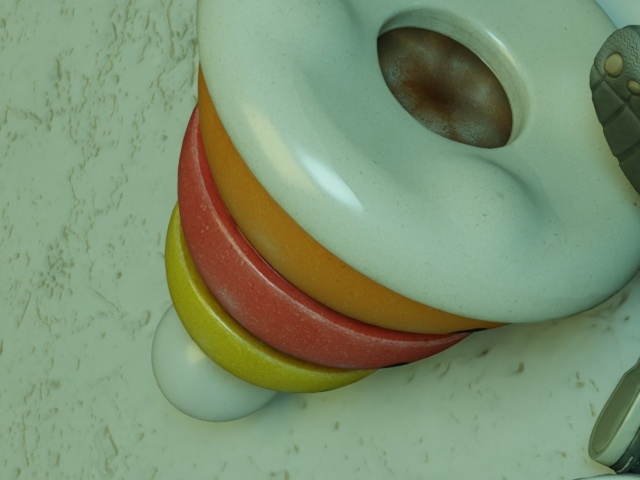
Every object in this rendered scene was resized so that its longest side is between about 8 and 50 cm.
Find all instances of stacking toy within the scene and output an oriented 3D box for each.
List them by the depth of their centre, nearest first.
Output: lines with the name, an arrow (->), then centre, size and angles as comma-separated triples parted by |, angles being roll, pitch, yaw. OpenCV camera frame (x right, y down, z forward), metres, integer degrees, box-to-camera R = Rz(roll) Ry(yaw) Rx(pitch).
stacking toy -> 0.000, 0.000, 1.078 | 0.480, 0.351, 0.350 | -51, 53, 48

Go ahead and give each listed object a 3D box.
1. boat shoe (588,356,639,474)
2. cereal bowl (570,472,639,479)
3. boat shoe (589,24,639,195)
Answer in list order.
boat shoe -> 0.262, 0.077, 0.954 | 0.065, 0.075, 0.206 | 30, 103, -5
cereal bowl -> 0.228, 0.316, 0.886 | 0.339, 0.141, 0.338 | -7, 80, 40
boat shoe -> 0.280, 0.002, 0.844 | 0.324, 0.116, 0.123 | 63, 168, -16
